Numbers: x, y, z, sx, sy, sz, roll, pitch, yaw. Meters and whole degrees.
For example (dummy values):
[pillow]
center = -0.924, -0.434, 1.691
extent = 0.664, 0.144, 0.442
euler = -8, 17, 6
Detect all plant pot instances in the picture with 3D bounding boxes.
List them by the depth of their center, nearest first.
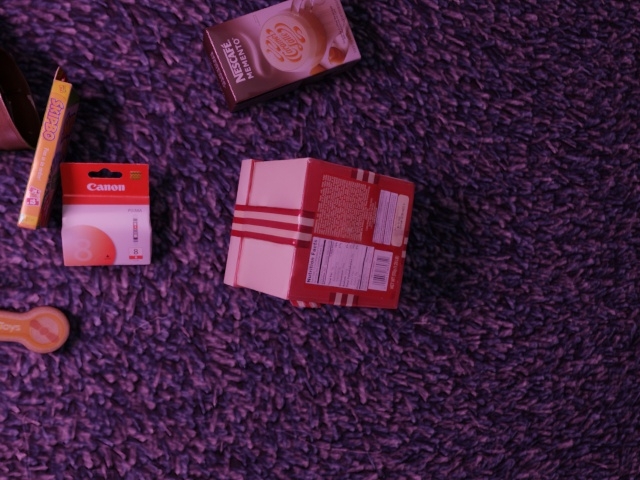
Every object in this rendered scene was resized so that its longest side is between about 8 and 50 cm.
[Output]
[plant pot]
center = -0.558, -0.203, 0.976
extent = 0.165, 0.167, 0.166
euler = -16, 96, -5

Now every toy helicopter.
[toy helicopter]
center = -0.596, 0.115, 1.008
extent = 0.355, 0.140, 0.234
euler = 10, 81, -25

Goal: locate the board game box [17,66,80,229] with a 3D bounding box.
[board game box]
center = -0.443, -0.148, 1.018
extent = 0.039, 0.124, 0.259
euler = 11, 90, -16

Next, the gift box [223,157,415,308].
[gift box]
center = 0.000, 0.000, 1.077
extent = 0.277, 0.258, 0.254
euler = 15, 86, -34

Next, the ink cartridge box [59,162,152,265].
[ink cartridge box]
center = -0.362, -0.041, 1.049
extent = 0.146, 0.045, 0.179
euler = -1, 121, -15

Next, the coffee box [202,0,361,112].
[coffee box]
center = -0.071, -0.343, 1.118
extent = 0.247, 0.098, 0.141
euler = -24, 98, -12
